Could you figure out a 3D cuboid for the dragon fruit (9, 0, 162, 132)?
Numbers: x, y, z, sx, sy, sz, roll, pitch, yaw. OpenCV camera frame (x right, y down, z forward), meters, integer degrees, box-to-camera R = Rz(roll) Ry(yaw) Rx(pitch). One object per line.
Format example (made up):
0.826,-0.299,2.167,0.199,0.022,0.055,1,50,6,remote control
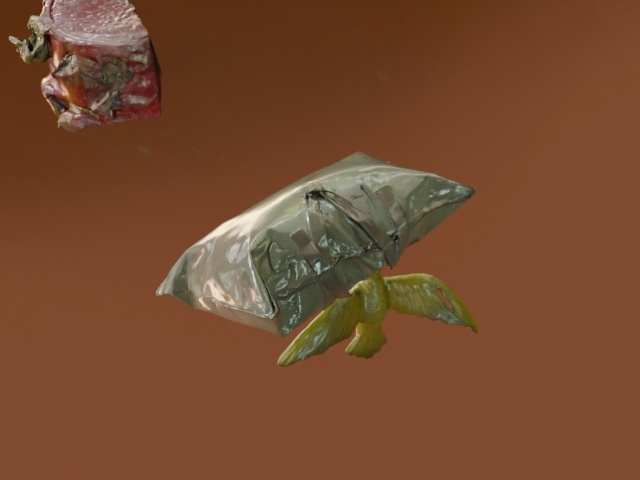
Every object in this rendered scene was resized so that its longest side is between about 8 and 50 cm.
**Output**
-0.182,-0.137,1.396,0.096,0.147,0.102,-19,117,-10,dragon fruit

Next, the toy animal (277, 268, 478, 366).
0.037,0.050,1.840,0.219,0.095,0.155,-17,93,-22,toy animal

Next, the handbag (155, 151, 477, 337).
0.000,0.000,1.656,0.270,0.182,0.117,-29,116,-23,handbag
